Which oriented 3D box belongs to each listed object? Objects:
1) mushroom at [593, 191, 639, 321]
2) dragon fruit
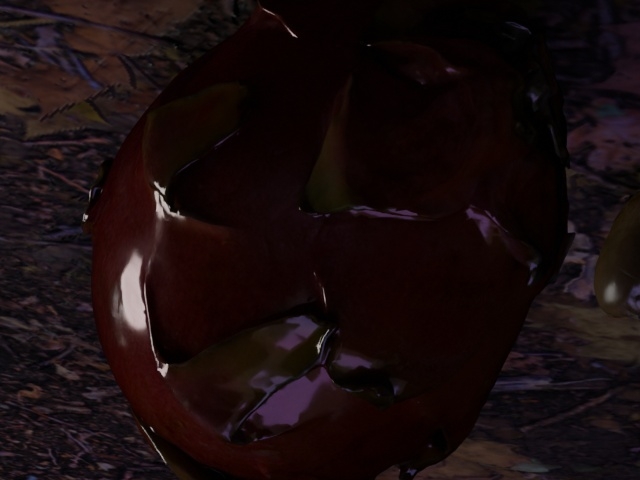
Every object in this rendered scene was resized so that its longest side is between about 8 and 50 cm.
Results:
[{"bbox_3d":[0.253,0.036,1.023,0.209,0.084,0.071,22,136,-15],"label":"mushroom"},{"bbox_3d":[-0.001,0.002,0.889,0.250,0.250,0.315,12,158,-4],"label":"dragon fruit"}]
